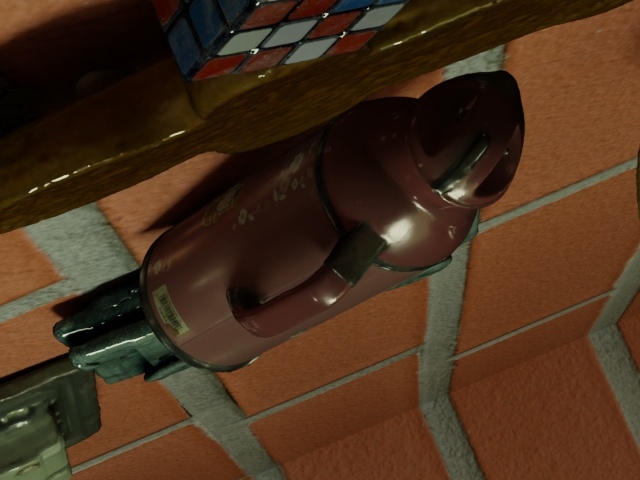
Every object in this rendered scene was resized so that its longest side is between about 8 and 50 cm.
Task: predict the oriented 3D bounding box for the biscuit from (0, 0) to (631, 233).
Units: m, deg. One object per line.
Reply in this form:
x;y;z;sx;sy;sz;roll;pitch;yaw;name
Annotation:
-0.001;-0.104;0.931;0.432;0.064;0.283;-21;178;0;biscuit

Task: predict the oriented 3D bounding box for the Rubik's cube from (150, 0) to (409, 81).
-0.015;-0.129;0.737;0.092;0.092;0.092;-15;165;-34;Rubik's cube

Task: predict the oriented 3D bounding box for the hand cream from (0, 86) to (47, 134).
-0.202;-0.032;0.973;0.057;0.037;0.165;-10;155;-45;hand cream

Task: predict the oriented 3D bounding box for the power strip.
-0.304;0.203;1.625;0.251;0.092;0.257;-18;163;-10;power strip

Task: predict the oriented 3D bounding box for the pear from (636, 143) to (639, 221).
0.382;-0.043;1.257;0.348;0.348;0.348;-22;168;-5;pear

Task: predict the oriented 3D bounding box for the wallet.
-0.029;0.037;1.476;0.342;0.075;0.237;-23;171;-2;wallet

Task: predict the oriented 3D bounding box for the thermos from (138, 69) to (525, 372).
-0.001;-0.008;1.158;0.136;0.109;0.330;-19;173;-38;thermos
